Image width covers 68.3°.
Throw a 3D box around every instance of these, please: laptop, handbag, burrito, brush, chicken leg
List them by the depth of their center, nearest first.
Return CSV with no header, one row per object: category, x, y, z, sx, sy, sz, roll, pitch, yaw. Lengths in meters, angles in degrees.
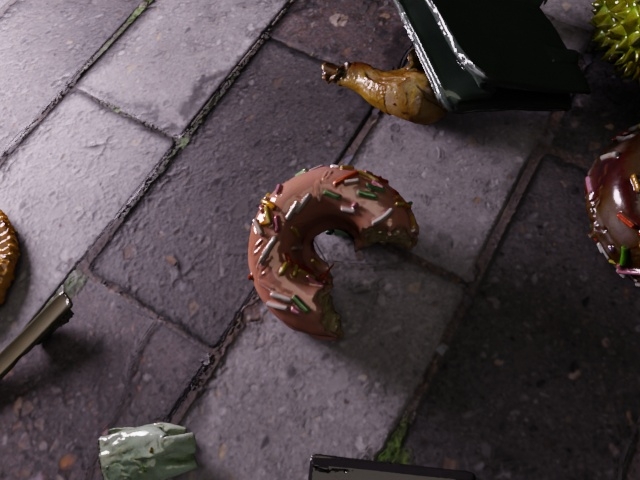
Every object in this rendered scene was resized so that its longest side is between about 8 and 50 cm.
laptop,0.078,0.321,0.528,0.197,0.016,0.135,3,67,6
burrito,-0.205,0.253,0.566,0.118,0.044,0.074,-14,63,3
brush,-0.404,0.148,0.637,0.034,0.027,0.190,41,84,23
handbag,0.256,-0.302,0.695,0.260,0.079,0.248,-8,67,-26
chicken leg,0.102,-0.246,0.724,0.207,0.085,0.101,22,96,16

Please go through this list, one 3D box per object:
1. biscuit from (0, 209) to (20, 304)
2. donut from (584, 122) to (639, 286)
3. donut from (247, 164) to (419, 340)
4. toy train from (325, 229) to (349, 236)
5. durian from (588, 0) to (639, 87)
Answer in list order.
biscuit,-0.566,0.042,0.687,0.254,0.035,0.254,-2,68,4
donut,0.481,-0.048,0.602,0.269,0.103,0.270,-1,68,3
donut,0.000,0.000,0.607,0.199,0.085,0.233,37,90,14
toy train,0.026,-0.046,0.675,0.053,0.033,0.083,4,69,2
durian,0.500,-0.314,0.640,0.224,0.291,0.291,-3,62,42
